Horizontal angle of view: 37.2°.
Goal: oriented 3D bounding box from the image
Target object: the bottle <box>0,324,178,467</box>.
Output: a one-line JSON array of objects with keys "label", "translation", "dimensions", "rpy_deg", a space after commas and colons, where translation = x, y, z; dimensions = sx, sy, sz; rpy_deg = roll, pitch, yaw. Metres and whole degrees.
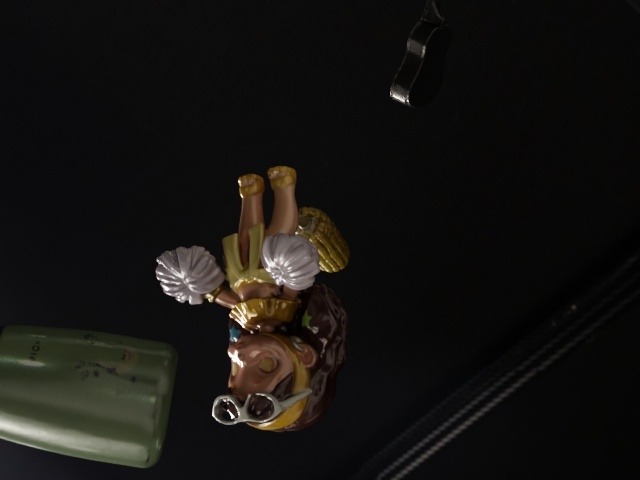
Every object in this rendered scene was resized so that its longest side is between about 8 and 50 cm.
[{"label": "bottle", "translation": [-0.364, 0.187, 1.237], "dimensions": [0.346, 0.168, 0.169], "rpy_deg": [12, -59, -7]}]

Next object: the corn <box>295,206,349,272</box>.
[{"label": "corn", "translation": [0.000, 0.000, 1.447], "dimensions": [0.068, 0.068, 0.207], "rpy_deg": [-18, -18, 9]}]

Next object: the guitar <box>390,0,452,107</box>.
[{"label": "guitar", "translation": [0.152, -0.308, 1.259], "dimensions": [0.038, 0.083, 0.271], "rpy_deg": [27, -60, 30]}]

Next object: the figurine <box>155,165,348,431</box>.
[{"label": "figurine", "translation": [-0.048, 0.053, 0.865], "dimensions": [0.174, 0.115, 0.240], "rpy_deg": [-13, -96, 34]}]
